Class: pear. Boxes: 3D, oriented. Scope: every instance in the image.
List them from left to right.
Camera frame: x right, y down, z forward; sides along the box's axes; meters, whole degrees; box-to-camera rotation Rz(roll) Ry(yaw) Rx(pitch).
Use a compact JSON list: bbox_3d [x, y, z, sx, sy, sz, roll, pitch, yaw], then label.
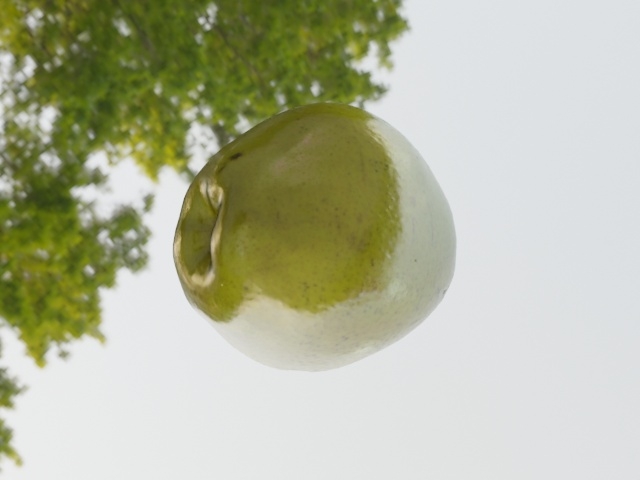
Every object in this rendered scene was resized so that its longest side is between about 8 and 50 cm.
[{"bbox_3d":[0.000,0.000,1.345,0.294,0.294,0.294,-10,-125,15],"label":"pear"}]
